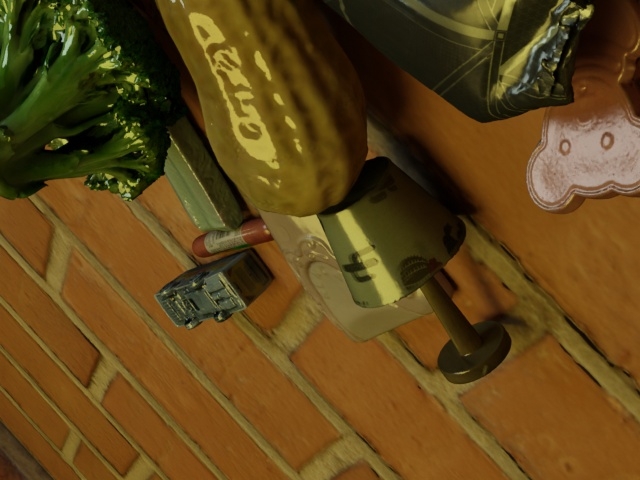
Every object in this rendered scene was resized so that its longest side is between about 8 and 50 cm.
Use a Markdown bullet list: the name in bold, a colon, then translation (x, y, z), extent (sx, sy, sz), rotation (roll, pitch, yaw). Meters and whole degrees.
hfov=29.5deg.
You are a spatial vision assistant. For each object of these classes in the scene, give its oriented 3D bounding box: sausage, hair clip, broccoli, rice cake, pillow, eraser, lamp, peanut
- **sausage**: translation (-0.099, -0.003, 1.402), extent (0.029, 0.029, 0.223), rotation (55, 152, -12)
- **hair clip**: translation (0.182, -0.097, 0.804), extent (0.123, 0.102, 0.138), rotation (-1, 124, 54)
- **broccoli**: translation (-0.282, -0.143, 1.182), extent (0.269, 0.269, 0.254), rotation (29, 148, 33)
- **rice cake**: translation (-0.163, -0.106, 1.353), extent (0.080, 0.042, 0.221), rotation (6, 130, 57)
- **pillow**: translation (0.060, -0.194, 0.836), extent (0.335, 0.093, 0.161), rotation (46, 158, 31)
- **eraser**: translation (-0.001, 0.001, 1.232), extent (0.243, 0.059, 0.204), rotation (46, 153, -4)
- **lamp**: translation (0.087, 0.031, 1.085), extent (0.121, 0.121, 0.214), rotation (0, 130, 55)
- **peanut**: translation (-0.058, -0.165, 1.007), extent (0.147, 0.147, 0.305), rotation (-6, 113, 58)

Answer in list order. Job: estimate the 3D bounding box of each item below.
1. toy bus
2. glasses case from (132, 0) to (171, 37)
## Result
- **toy bus**: translation (-0.134, 0.059, 1.483), extent (0.064, 0.075, 0.190), rotation (53, 151, -11)
- **glasses case**: translation (-0.139, -0.242, 1.139), extent (0.218, 0.049, 0.075), rotation (43, 146, 10)
